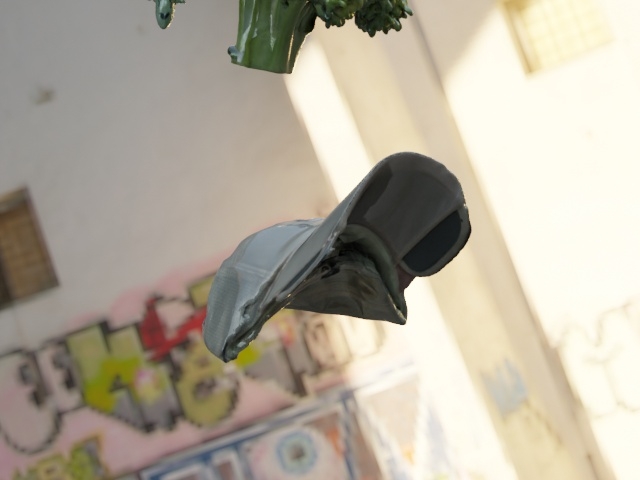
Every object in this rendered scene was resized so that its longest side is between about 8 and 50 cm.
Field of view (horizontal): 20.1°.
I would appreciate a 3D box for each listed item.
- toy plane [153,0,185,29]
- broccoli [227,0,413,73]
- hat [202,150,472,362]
[{"bbox_3d":[-0.140,-0.233,1.651,0.080,0.083,0.033,5,-6,-8],"label":"toy plane"},{"bbox_3d":[-0.009,-0.322,1.995,0.235,0.260,0.288,-11,-2,25],"label":"broccoli"},{"bbox_3d":[0.000,0.000,1.574,0.219,0.164,0.226,-7,-55,-44],"label":"hat"}]
